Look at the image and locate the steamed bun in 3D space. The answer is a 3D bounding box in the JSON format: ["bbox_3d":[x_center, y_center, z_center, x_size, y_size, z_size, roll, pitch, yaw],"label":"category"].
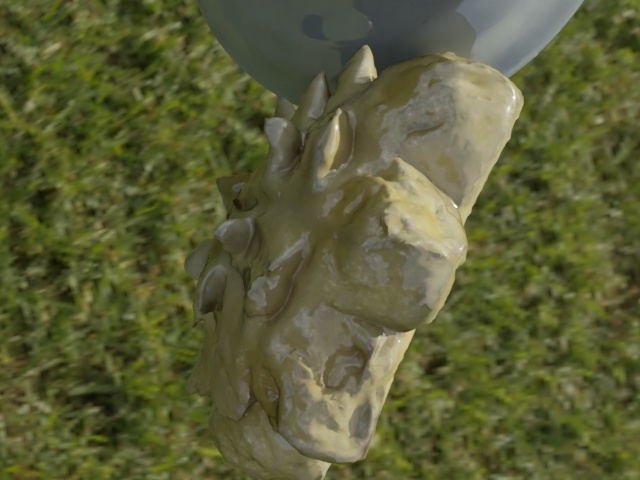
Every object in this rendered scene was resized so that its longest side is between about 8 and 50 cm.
[{"bbox_3d":[0.000,0.000,0.962,0.137,0.292,0.295,30,43,-5],"label":"steamed bun"}]

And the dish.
[{"bbox_3d":[0.030,-0.236,1.045,0.106,0.316,0.316,16,70,-64],"label":"dish"}]
